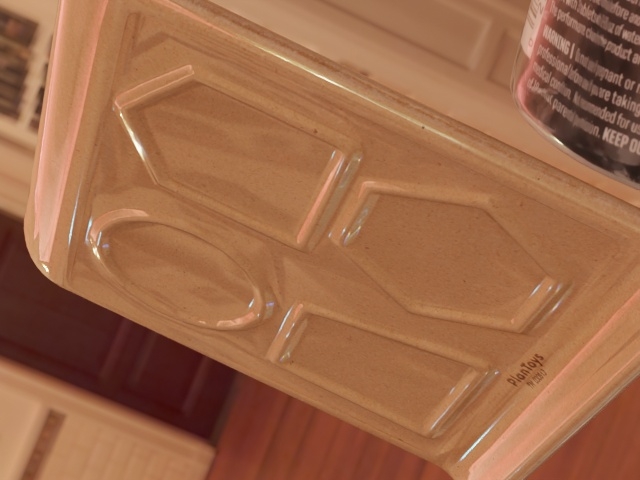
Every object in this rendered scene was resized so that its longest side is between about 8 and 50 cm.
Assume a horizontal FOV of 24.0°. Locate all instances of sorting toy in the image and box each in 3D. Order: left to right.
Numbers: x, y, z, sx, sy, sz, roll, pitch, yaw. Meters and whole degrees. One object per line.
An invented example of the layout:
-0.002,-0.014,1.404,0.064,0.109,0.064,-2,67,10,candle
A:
0.000,0.000,0.499,0.038,0.208,0.193,-60,-1,-31,sorting toy

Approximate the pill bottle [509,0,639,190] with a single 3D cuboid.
0.149,-0.138,0.447,0.130,0.130,0.246,-89,12,-65,pill bottle
